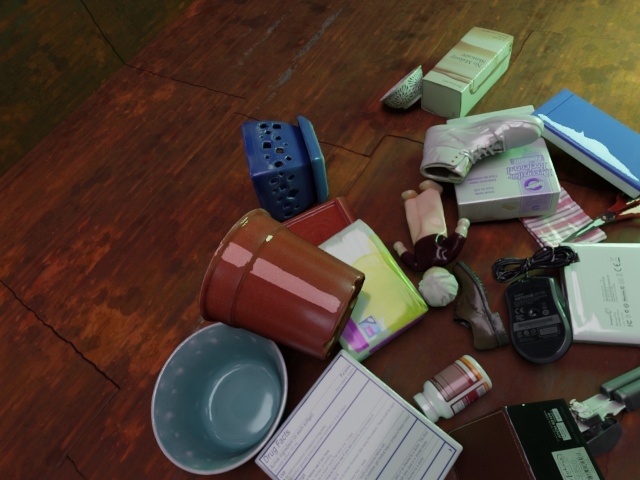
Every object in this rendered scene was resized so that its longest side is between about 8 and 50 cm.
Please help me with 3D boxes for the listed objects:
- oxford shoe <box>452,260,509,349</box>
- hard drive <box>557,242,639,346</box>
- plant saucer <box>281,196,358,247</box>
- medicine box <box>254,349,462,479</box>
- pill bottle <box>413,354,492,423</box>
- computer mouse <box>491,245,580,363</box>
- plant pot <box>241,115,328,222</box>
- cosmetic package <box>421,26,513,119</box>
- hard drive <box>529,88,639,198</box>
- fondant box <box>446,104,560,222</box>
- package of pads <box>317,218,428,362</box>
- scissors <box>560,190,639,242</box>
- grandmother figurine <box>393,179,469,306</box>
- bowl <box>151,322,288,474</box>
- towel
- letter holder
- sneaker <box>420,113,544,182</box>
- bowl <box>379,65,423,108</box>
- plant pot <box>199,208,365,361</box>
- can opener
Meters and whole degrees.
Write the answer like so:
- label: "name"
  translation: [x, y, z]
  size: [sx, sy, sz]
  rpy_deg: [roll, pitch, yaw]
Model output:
- label: "oxford shoe"
  translation: [0.352, 0.149, 0.952]
  size: [0.096, 0.082, 0.227]
  rpy_deg: [-22, 52, 13]
- label: "hard drive"
  translation: [0.732, 0.117, 0.877]
  size: [0.354, 0.047, 0.232]
  rpy_deg: [0, 64, 16]
- label: "plant saucer"
  translation: [0.000, 0.000, 1.159]
  size: [0.259, 0.047, 0.259]
  rpy_deg: [-25, 55, -1]
- label: "medicine box"
  translation: [0.072, 0.415, 0.790]
  size: [0.289, 0.149, 0.263]
  rpy_deg: [36, 73, 18]
- label: "pill bottle"
  translation: [0.279, 0.322, 0.860]
  size: [0.152, 0.086, 0.086]
  rpy_deg: [-32, 56, -6]
- label: "computer mouse"
  translation: [0.497, 0.151, 0.903]
  size: [0.189, 0.072, 0.272]
  rpy_deg: [-19, 47, 39]
- label: "plant pot"
  translation: [-0.100, -0.221, 1.220]
  size: [0.212, 0.235, 0.235]
  rpy_deg: [-16, 56, -3]
- label: "cosmetic package"
  translation: [0.478, -0.548, 1.317]
  size: [0.153, 0.129, 0.296]
  rpy_deg: [33, 73, 28]
- label: "hard drive"
  translation: [0.727, -0.267, 1.054]
  size: [0.210, 0.040, 0.319]
  rpy_deg: [-35, 69, -28]
- label: "fondant box"
  translation: [0.488, -0.214, 1.110]
  size: [0.239, 0.096, 0.330]
  rpy_deg: [-6, 55, 17]
- label: "package of pads"
  translation: [0.096, 0.117, 0.999]
  size: [0.229, 0.101, 0.296]
  rpy_deg: [-34, 68, -4]
- label: "scissors"
  translation: [0.714, -0.067, 1.002]
  size: [0.298, 0.021, 0.108]
  rpy_deg: [-14, 61, -2]
- label: "grandmother figurine"
  translation: [0.287, 0.006, 1.026]
  size: [0.208, 0.104, 0.342]
  rpy_deg: [-35, 42, 43]
- label: "bowl"
  translation: [-0.201, 0.360, 0.922]
  size: [0.312, 0.163, 0.311]
  rpy_deg: [-7, 58, 12]
- label: "towel"
  translation: [0.607, -0.055, 1.037]
  size: [0.144, 0.029, 0.196]
  rpy_deg: [-23, 56, 2]
- label: "letter holder"
  translation: [0.382, 0.473, 0.719]
  size: [0.152, 0.214, 0.301]
  rpy_deg: [2, 53, -21]
- label: "sneaker"
  translation: [0.403, -0.221, 1.028]
  size: [0.293, 0.108, 0.169]
  rpy_deg: [-1, 58, 33]
- label: "bowl"
  translation: [0.289, -0.497, 1.350]
  size: [0.170, 0.170, 0.080]
  rpy_deg: [-45, 102, -13]
- label: "plant pot"
  translation: [-0.063, 0.106, 0.856]
  size: [0.265, 0.272, 0.272]
  rpy_deg: [24, 67, 13]
- label: "can opener"
  translation: [0.603, 0.320, 0.794]
  size: [0.281, 0.074, 0.093]
  rpy_deg: [-29, 91, -2]
